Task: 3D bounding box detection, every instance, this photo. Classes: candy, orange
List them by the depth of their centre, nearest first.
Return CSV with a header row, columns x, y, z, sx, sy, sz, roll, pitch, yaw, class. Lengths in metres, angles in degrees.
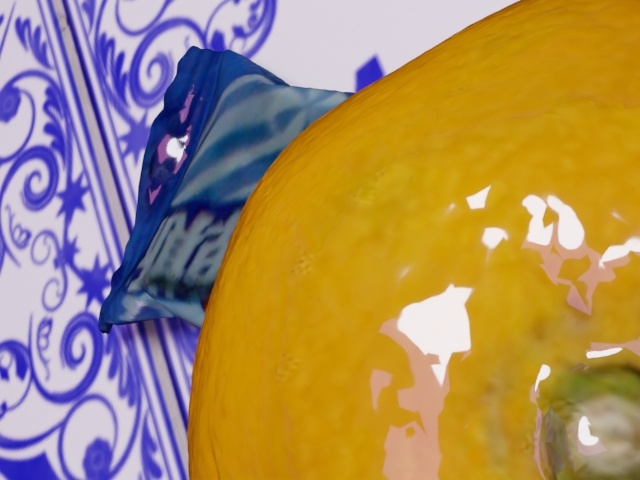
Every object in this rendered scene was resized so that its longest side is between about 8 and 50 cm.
x,y,z,sx,sy,sz,roll,pitch,yaw,class
0.105,0.067,0.486,0.312,0.312,0.312,-14,68,39,orange
0.000,0.000,0.758,0.331,0.077,0.187,19,88,45,candy
